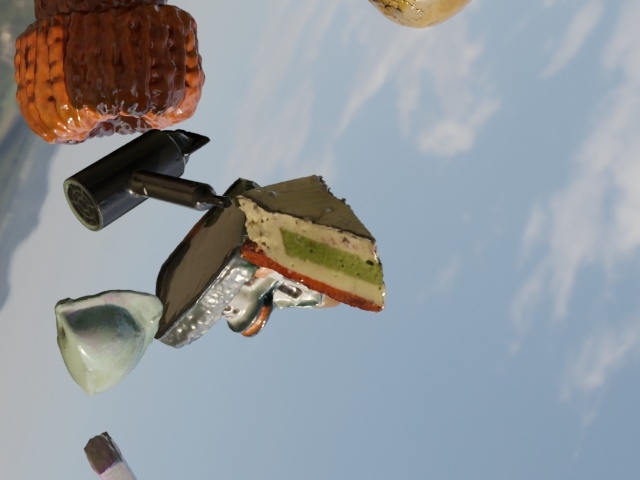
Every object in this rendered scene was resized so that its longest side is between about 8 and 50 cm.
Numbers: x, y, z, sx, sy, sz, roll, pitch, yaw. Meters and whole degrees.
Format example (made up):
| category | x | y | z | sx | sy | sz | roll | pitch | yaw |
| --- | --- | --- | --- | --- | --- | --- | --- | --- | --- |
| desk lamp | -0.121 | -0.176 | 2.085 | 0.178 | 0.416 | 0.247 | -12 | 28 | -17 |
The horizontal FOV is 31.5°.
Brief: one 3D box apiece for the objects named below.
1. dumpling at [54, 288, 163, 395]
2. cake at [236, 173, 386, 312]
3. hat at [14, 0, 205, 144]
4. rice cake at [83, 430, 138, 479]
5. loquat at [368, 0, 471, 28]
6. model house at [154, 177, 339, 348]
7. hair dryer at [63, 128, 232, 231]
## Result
| category | x | y | z | sx | sy | sz | roll | pitch | yaw |
| --- | --- | --- | --- | --- | --- | --- | --- | --- | --- |
| dumpling | -0.301 | 0.127 | 1.578 | 0.149 | 0.105 | 0.216 | -61 | 155 | -29 |
| cake | -0.020 | 0.003 | 1.150 | 0.220 | 0.117 | 0.086 | -119 | -161 | -62 |
| hat | -0.335 | -0.338 | 1.617 | 0.285 | 0.285 | 0.400 | -175 | -112 | -74 |
| rice cake | -0.340 | 0.432 | 1.980 | 0.056 | 0.072 | 0.365 | -34 | 150 | -16 |
| loquat | 0.168 | -0.483 | 1.946 | 0.235 | 0.235 | 0.235 | -58 | -163 | 29 |
| model house | -0.081 | 0.077 | 1.820 | 0.271 | 0.301 | 0.190 | -47 | -144 | 32 |
| hair dryer | -0.173 | -0.076 | 1.408 | 0.248 | 0.078 | 0.195 | 17 | -136 | 44 |
